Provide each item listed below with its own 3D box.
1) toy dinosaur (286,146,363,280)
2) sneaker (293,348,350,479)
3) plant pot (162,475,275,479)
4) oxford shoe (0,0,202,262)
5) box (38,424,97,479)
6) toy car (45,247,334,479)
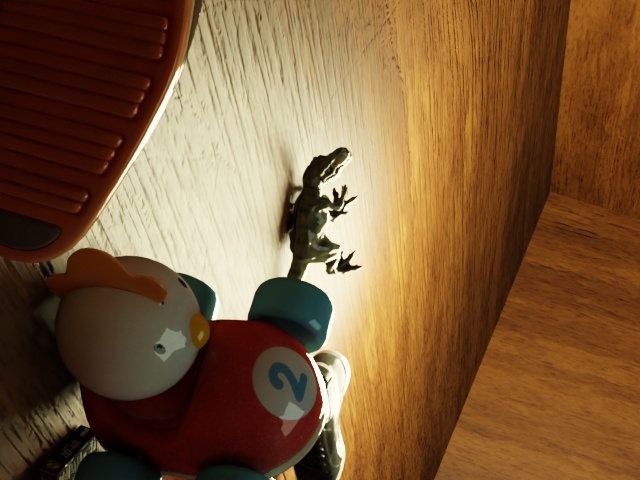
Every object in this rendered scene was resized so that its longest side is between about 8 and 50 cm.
[{"bbox_3d":[0.000,0.000,1.575,0.118,0.064,0.268,-21,130,-52],"label":"toy dinosaur"},{"bbox_3d":[-0.021,0.261,1.783,0.121,0.079,0.216,-30,128,-63],"label":"sneaker"},{"bbox_3d":[-0.130,0.340,1.192,0.265,0.272,0.272,-56,160,-67],"label":"plant pot"},{"bbox_3d":[-0.124,-0.153,0.866,0.133,0.130,0.363,51,59,-79],"label":"oxford shoe"},{"bbox_3d":[-0.217,0.211,1.148,0.067,0.018,0.083,-49,153,-53],"label":"box"},{"bbox_3d":[-0.118,0.086,1.050,0.238,0.210,0.219,65,33,-50],"label":"toy car"}]
